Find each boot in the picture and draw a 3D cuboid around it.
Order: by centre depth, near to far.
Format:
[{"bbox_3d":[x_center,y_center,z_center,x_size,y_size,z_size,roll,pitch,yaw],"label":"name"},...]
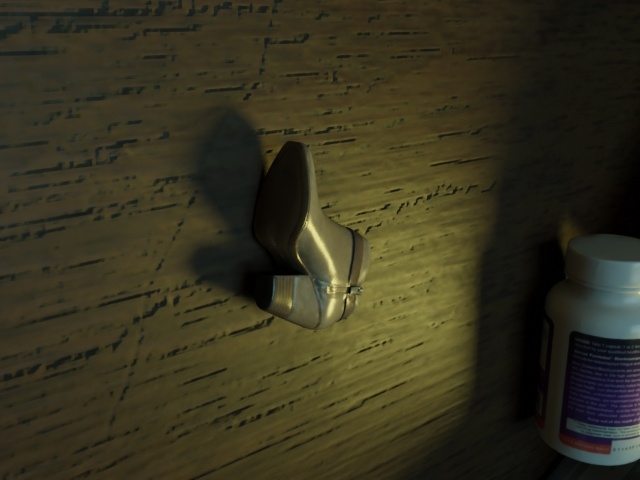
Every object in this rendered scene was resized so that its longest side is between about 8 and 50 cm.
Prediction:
[{"bbox_3d":[0.000,0.000,0.466,0.087,0.042,0.118,3,103,-48],"label":"boot"}]

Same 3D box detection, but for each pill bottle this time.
[{"bbox_3d":[0.260,0.097,0.668,0.108,0.108,0.193,-16,114,-37],"label":"pill bottle"}]

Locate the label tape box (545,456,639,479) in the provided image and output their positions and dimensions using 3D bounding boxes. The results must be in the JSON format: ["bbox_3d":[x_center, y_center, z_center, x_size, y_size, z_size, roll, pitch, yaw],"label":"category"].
[{"bbox_3d":[0.352,0.342,0.664,0.249,0.348,0.115,-37,125,-26],"label":"label tape box"}]
